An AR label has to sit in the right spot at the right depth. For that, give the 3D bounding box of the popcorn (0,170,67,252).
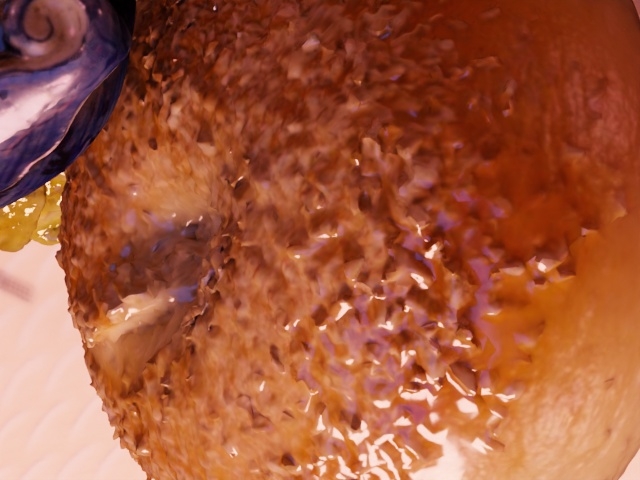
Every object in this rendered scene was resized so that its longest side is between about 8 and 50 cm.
[{"bbox_3d":[-0.168,-0.050,0.698,0.145,0.126,0.125,15,96,28],"label":"popcorn"}]

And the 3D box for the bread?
[{"bbox_3d":[0.000,0.000,0.574,0.305,0.159,0.305,4,95,53],"label":"bread"}]

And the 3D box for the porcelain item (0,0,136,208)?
[{"bbox_3d":[-0.127,-0.144,0.559,0.186,0.288,0.138,-25,141,18],"label":"porcelain item"}]
